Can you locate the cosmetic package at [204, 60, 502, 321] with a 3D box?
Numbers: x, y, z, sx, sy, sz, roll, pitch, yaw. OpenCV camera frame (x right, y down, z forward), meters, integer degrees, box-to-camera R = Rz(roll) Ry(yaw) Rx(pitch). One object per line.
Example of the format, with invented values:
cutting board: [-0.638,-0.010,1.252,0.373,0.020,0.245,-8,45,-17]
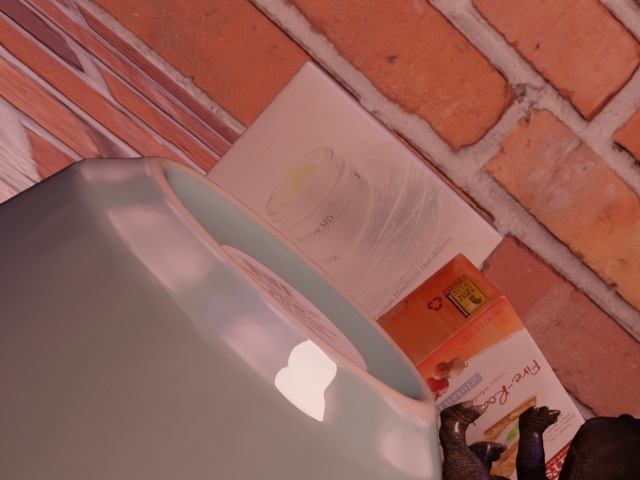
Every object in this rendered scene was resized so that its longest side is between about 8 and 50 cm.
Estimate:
cosmetic package: [0.000,0.000,1.257,0.225,0.224,0.138,42,6,0]

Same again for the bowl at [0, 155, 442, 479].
bowl: [-0.064,0.076,0.675,0.311,0.163,0.311,40,7,-6]

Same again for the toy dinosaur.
toy dinosaur: [0.102,0.200,0.998,0.313,0.121,0.160,19,53,-39]

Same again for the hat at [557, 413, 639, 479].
hat: [0.199,0.213,0.911,0.134,0.331,0.331,2,5,4]

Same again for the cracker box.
cracker box: [0.109,0.138,1.123,0.067,0.156,0.232,49,-2,46]
